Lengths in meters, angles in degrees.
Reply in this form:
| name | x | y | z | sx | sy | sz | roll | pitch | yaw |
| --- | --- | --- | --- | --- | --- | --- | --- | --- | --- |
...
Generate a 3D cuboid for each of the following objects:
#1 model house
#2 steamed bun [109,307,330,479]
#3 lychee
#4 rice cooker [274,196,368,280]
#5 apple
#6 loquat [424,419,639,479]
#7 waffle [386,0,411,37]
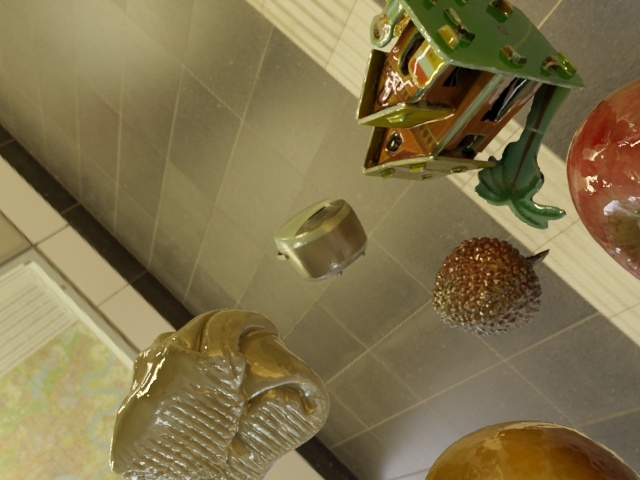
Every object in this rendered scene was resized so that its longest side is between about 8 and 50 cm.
| name | x | y | z | sx | sy | sz | roll | pitch | yaw |
| --- | --- | --- | --- | --- | --- | --- | --- | --- | --- |
| model house | 0.195 | -0.160 | 0.801 | 0.323 | 0.301 | 0.340 | -54 | 50 | 45 |
| steamed bun | -0.206 | 0.293 | 0.998 | 0.342 | 0.368 | 0.255 | 44 | -177 | -28 |
| lychee | 0.272 | 0.069 | 0.833 | 0.165 | 0.197 | 0.165 | 58 | 179 | 1 |
| rice cooker | 0.000 | 0.000 | 0.934 | 0.127 | 0.145 | 0.206 | 54 | 160 | -4 |
| apple | 0.491 | -0.076 | 0.623 | 0.345 | 0.269 | 0.344 | 46 | 169 | 12 |
| loquat | 0.276 | 0.385 | 0.620 | 0.360 | 0.328 | 0.328 | 16 | 150 | -21 |
| waffle | 0.258 | -0.601 | 1.246 | 0.291 | 0.051 | 0.290 | -15 | 68 | 45 |
